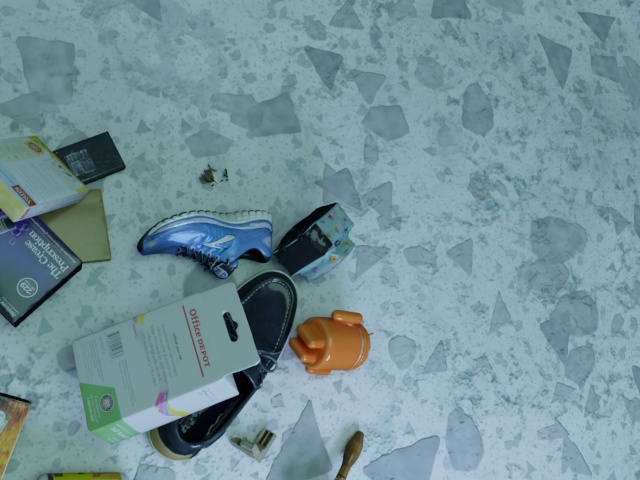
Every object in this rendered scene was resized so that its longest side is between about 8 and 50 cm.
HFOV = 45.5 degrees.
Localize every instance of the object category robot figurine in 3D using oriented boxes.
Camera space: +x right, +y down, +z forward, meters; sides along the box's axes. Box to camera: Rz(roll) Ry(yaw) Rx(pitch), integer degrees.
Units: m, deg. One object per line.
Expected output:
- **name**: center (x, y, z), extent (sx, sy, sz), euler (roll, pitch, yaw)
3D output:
- **robot figurine**: center (0.032, 0.245, 1.817), extent (0.219, 0.128, 0.158), euler (10, 80, -43)

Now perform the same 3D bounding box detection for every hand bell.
- **hand bell**: center (0.050, 0.553, 1.797), extent (0.126, 0.126, 0.242), euler (39, 52, -14)

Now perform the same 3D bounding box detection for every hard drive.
- **hard drive**: center (-0.518, -0.180, 1.713), extent (0.135, 0.022, 0.094), euler (-27, 91, -29)

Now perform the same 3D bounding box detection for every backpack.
- **backpack**: center (0.000, 0.000, 1.848), extent (0.144, 0.166, 0.188), euler (45, 39, -9)

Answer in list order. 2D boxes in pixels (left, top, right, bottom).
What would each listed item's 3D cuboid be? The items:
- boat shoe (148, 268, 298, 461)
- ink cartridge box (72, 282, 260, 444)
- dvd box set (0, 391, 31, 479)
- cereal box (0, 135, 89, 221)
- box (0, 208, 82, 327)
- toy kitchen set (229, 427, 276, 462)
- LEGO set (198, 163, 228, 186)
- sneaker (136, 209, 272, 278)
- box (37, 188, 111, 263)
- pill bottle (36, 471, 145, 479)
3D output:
- **boat shoe**: center (-0.191, 0.268, 1.700), extent (0.187, 0.156, 0.500), euler (42, 62, -10)
- **ink cartridge box**: center (-0.301, 0.246, 1.549), extent (0.353, 0.119, 0.207), euler (-21, 60, -2)
- **dvd box set**: center (-0.754, 0.452, 1.383), extent (0.307, 0.062, 0.420), euler (23, 78, -19)
- **cereal box**: center (-0.598, -0.131, 1.548), extent (0.173, 0.047, 0.240), euler (46, 18, 1)
- **box**: center (-0.641, 0.018, 1.541), extent (0.261, 0.103, 0.184), euler (46, 71, -5)
- **toy kitchen set**: center (-0.154, 0.445, 1.727), extent (0.068, 0.083, 0.075), euler (22, 61, 24)
- **LEGO set**: center (-0.261, -0.154, 1.842), extent (0.083, 0.023, 0.054), euler (14, 74, -38)
- **sneaker**: center (-0.251, 0.013, 1.744), extent (0.330, 0.130, 0.147), euler (-4, 77, -28)
- **box**: center (-0.565, -0.026, 1.653), extent (0.201, 0.021, 0.164), euler (-6, 81, -28)
- **pill bottle**: center (-0.457, 0.523, 1.523), extent (0.215, 0.117, 0.117), euler (8, 75, -26)
